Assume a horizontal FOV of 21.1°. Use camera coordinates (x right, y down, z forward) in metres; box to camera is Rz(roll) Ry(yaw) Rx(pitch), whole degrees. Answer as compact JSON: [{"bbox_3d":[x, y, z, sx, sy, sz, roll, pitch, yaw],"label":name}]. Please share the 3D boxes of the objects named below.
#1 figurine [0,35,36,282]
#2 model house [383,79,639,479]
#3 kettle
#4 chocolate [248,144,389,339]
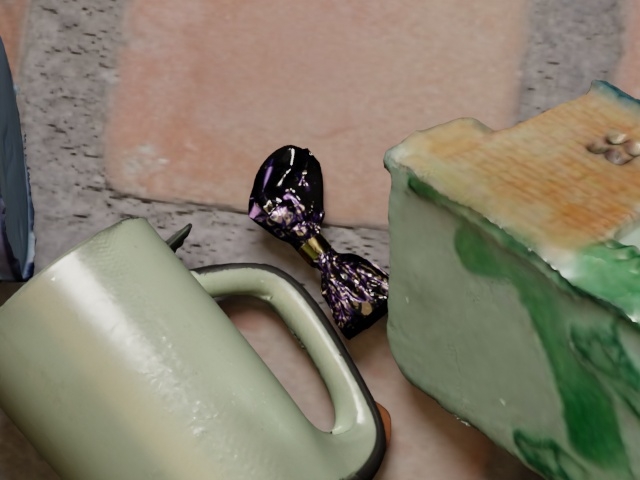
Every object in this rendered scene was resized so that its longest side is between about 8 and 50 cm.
[{"bbox_3d":[-0.402,-0.009,1.217,0.388,0.277,0.248,-7,105,-4],"label":"figurine"},{"bbox_3d":[0.246,0.011,1.180,0.325,0.194,0.267,-28,45,-29],"label":"model house"},{"bbox_3d":[-0.087,0.112,1.214,0.240,0.165,0.255,-37,79,-26],"label":"kettle"},{"bbox_3d":[-0.002,0.001,1.260,0.147,0.072,0.070,53,134,18],"label":"chocolate"}]
